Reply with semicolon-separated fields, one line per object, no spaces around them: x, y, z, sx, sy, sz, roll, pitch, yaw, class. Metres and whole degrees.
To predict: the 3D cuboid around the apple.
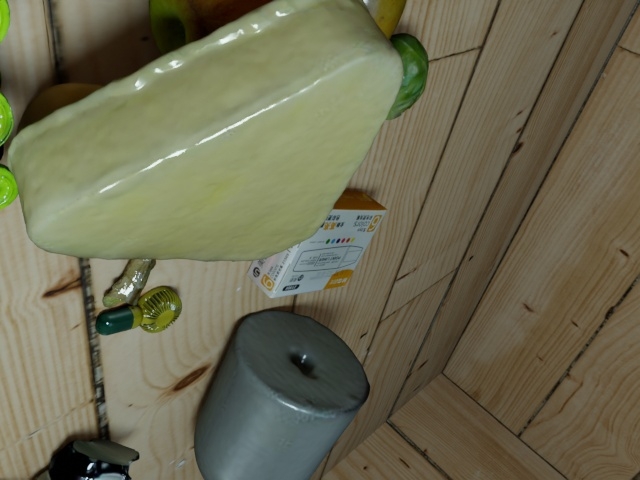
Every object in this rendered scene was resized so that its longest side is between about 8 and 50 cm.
-0.095;-0.253;0.628;0.196;0.196;0.196;-36;149;-26;apple

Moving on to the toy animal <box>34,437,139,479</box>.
-0.436;0.453;1.019;0.179;0.138;0.166;-53;137;-7;toy animal

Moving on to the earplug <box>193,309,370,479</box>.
-0.110;0.403;1.265;0.312;0.312;0.394;-9;132;-52;earplug

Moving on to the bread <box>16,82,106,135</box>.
-0.243;-0.113;0.665;0.217;0.098;0.147;1;129;-55;bread

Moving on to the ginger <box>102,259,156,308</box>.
-0.288;0.058;0.871;0.057;0.044;0.137;27;99;-44;ginger

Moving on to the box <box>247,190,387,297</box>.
0.000;0.000;1.176;0.273;0.091;0.221;-6;130;-53;box

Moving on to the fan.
-0.300;0.127;0.936;0.155;0.039;0.082;-12;134;-50;fan

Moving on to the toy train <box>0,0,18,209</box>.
-0.355;-0.128;0.487;0.160;0.100;0.296;-16;138;-37;toy train

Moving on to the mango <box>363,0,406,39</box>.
0.071;-0.377;0.804;0.138;0.113;0.253;-22;139;-44;mango

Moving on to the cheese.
-0.068;-0.104;0.590;0.383;0.104;0.384;-23;159;-9;cheese

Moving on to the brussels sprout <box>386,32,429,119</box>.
0.129;-0.288;0.995;0.155;0.117;0.155;-32;137;-36;brussels sprout
